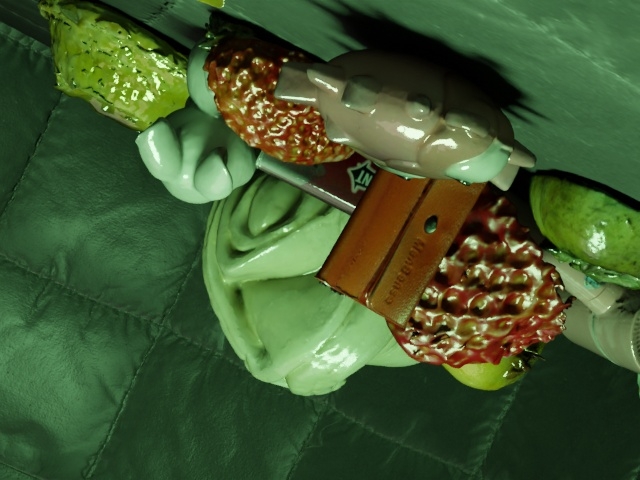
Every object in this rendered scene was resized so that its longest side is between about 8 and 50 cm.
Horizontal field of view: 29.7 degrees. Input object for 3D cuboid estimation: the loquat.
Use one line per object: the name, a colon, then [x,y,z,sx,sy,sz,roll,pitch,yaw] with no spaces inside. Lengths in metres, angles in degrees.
loquat: [0.206,0.107,1.470,0.163,0.163,0.137,27,138,17]

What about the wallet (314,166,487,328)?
wallet: [0.089,-0.023,1.178,0.045,0.204,0.142,28,178,42]

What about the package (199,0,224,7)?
package: [-0.113,-0.222,0.893,0.071,0.047,0.131,24,179,20]

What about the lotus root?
lotus root: [0.283,0.003,1.204,0.183,0.078,0.203,28,180,0]

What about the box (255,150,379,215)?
box: [0.047,-0.088,1.427,0.224,0.120,0.069,29,177,-1]

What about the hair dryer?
hair dryer: [0.307,0.030,1.486,0.352,0.125,0.210,38,177,-19]

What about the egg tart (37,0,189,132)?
egg tart: [-0.273,-0.238,1.773,0.345,0.132,0.345,26,177,2]

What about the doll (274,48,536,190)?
doll: [0.068,-0.101,0.977,0.211,0.093,0.262,21,179,-29]

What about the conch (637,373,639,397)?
conch: [0.550,0.247,1.591,0.303,0.215,0.319,-1,-156,-46]

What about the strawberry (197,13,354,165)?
strawberry: [-0.036,-0.140,1.284,0.236,0.106,0.175,27,179,-15]

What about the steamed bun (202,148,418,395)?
steamed bun: [0.000,0.000,1.575,0.367,0.342,0.255,48,163,36]

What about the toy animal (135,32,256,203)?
toy animal: [-0.124,-0.141,1.416,0.127,0.193,0.178,27,171,2]

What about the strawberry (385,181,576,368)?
strawberry: [0.145,0.042,1.313,0.234,0.178,0.234,60,173,13]
